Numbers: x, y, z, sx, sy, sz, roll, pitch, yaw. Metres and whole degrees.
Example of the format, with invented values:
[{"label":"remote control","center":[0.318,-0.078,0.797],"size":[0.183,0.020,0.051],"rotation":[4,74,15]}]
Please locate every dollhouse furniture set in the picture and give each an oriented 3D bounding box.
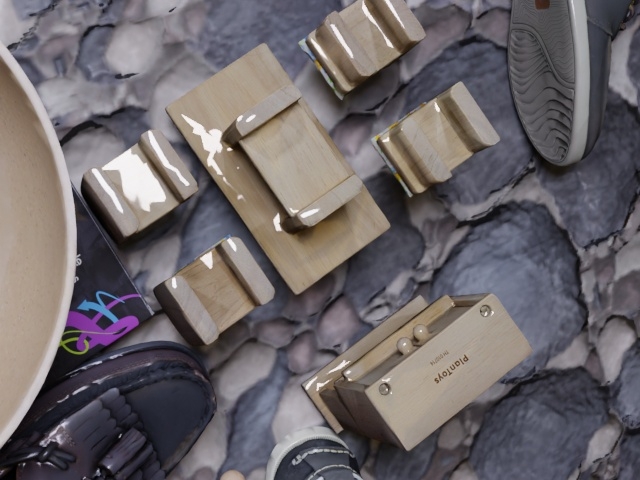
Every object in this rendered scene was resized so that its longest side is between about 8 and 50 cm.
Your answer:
[{"label":"dollhouse furniture set","center":[0.000,0.000,0.739],"size":[0.212,0.161,0.242],"rotation":[-36,94,-13]}]

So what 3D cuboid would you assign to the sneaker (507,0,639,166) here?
[{"label":"sneaker","center":[0.196,-0.164,0.791],"size":[0.118,0.083,0.222],"rotation":[-11,107,-23]}]

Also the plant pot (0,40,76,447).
[{"label":"plant pot","center":[-0.281,-0.008,0.539],"size":[0.284,0.191,0.284],"rotation":[-9,107,-30]}]

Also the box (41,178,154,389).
[{"label":"box","center":[-0.195,0.041,0.692],"size":[0.162,0.029,0.116],"rotation":[-33,116,-13]}]

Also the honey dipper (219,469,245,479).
[{"label":"honey dipper","center":[-0.104,0.221,0.787],"size":[0.030,0.030,0.160],"rotation":[39,82,-28]}]

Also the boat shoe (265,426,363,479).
[{"label":"boat shoe","center":[0.006,0.251,0.818],"size":[0.084,0.079,0.233],"rotation":[-12,110,-24]}]

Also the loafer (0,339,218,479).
[{"label":"loafer","center":[-0.183,0.172,0.694],"size":[0.302,0.095,0.109],"rotation":[-31,115,-15]}]
